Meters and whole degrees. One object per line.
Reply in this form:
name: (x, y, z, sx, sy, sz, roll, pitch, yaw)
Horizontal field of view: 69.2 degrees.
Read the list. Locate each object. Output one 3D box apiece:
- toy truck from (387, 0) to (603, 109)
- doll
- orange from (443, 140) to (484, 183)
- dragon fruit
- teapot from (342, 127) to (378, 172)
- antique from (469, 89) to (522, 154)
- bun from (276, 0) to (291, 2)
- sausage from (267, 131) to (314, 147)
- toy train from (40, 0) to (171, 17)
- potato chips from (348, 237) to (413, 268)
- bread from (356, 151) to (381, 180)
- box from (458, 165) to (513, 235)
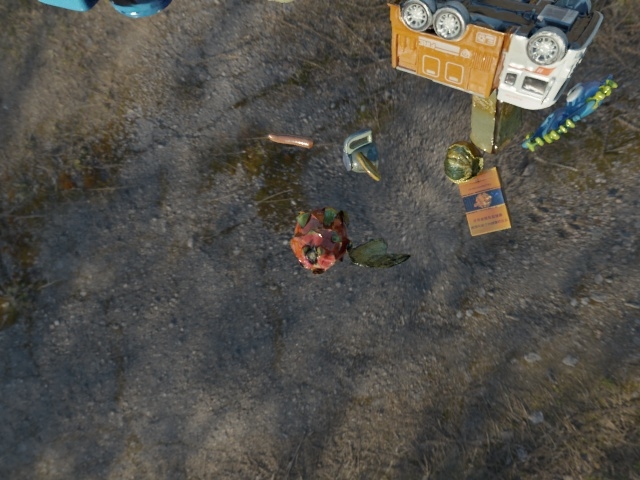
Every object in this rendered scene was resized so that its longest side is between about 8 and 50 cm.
toy truck: (0.342, -0.412, 0.967, 0.387, 0.207, 0.173, 28, 62, 23)
doll: (0.813, -0.428, 1.545, 0.099, 0.346, 0.341, 50, 131, 0)
orange: (0.521, -0.285, 1.695, 0.134, 0.156, 0.157, 14, 96, 35)
dragon fruit: (0.002, -0.003, 1.620, 0.224, 0.224, 0.227, -22, 49, 12)
teapot: (0.128, -0.276, 1.500, 0.108, 0.149, 0.111, -17, 76, -11)
antique: (0.576, -0.438, 1.528, 0.150, 0.284, 0.125, -42, 55, -9)
bun: (-0.125, -0.757, 1.205, 0.259, 0.259, 0.152, 55, 145, 5)
sausage: (-0.108, -0.378, 1.734, 0.176, 0.047, 0.040, 11, 124, 3)
toy train: (-0.355, -0.523, 0.766, 0.264, 0.188, 0.300, 17, 63, 9)
potato chips: (0.210, 0.047, 1.627, 0.219, 0.202, 0.029, 15, 122, 42)
bread: (0.149, -0.226, 1.421, 0.024, 0.110, 0.110, -41, 84, 18)
box: (0.632, -0.151, 1.783, 0.152, 0.070, 0.237, -15, 89, 31)
